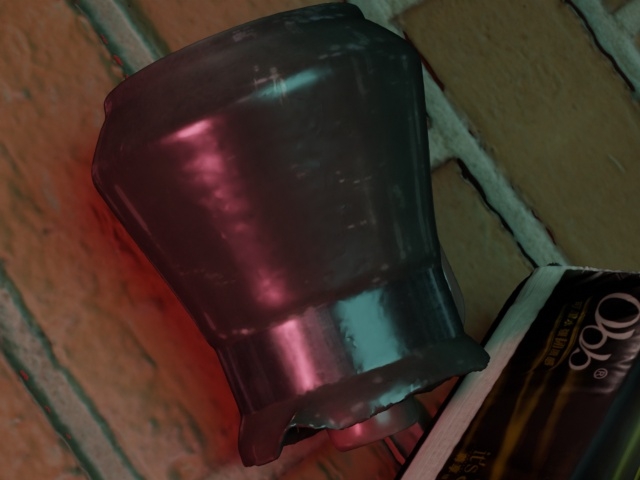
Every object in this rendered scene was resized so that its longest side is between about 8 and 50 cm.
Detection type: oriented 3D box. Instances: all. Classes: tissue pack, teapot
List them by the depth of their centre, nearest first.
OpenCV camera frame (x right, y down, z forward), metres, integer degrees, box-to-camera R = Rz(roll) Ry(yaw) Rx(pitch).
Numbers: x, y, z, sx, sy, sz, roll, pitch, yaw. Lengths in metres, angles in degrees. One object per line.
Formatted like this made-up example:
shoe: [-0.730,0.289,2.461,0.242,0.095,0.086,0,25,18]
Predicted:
teapot: [0.000,0.000,1.627,0.376,0.305,0.362,-14,83,-61]
tissue pack: [0.202,0.215,1.639,0.370,0.198,0.210,-54,136,-32]
